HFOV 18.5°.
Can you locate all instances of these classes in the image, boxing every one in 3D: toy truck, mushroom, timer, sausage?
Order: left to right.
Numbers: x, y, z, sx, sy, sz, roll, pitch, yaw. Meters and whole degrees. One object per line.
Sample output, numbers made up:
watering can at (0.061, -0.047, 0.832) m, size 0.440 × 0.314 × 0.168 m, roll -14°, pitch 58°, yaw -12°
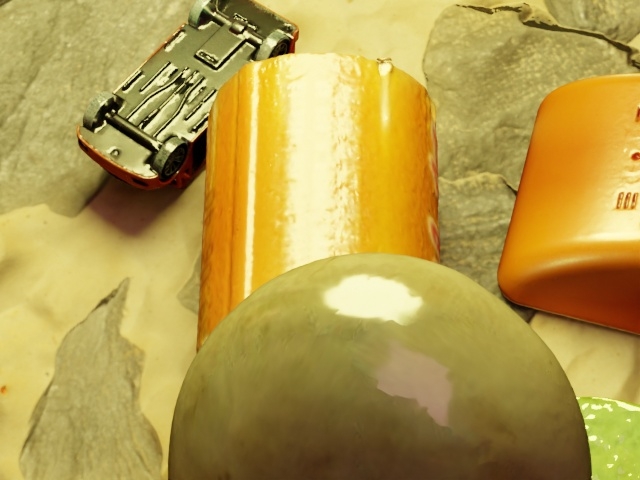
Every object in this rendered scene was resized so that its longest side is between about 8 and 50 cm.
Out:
toy truck at (-0.134, -0.141, 2.015) m, size 0.107 × 0.114 × 0.253 m, roll 33°, pitch 62°, yaw 17°
sausage at (0.000, 0.000, 1.873) m, size 0.233 × 0.233 × 0.287 m, roll 3°, pitch 59°, yaw 0°
mushroom at (0.054, 0.186, 1.663) m, size 0.362 × 0.294 × 0.362 m, roll 2°, pitch 96°, yaw 18°
timer at (0.319, -0.042, 1.981) m, size 0.250 × 0.161 × 0.257 m, roll 6°, pitch 59°, yaw 19°

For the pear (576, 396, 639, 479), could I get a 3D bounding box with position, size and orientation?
pear at (0.288, 0.265, 1.711) m, size 0.239 × 0.139 × 0.288 m, roll -27°, pitch 61°, yaw 21°
